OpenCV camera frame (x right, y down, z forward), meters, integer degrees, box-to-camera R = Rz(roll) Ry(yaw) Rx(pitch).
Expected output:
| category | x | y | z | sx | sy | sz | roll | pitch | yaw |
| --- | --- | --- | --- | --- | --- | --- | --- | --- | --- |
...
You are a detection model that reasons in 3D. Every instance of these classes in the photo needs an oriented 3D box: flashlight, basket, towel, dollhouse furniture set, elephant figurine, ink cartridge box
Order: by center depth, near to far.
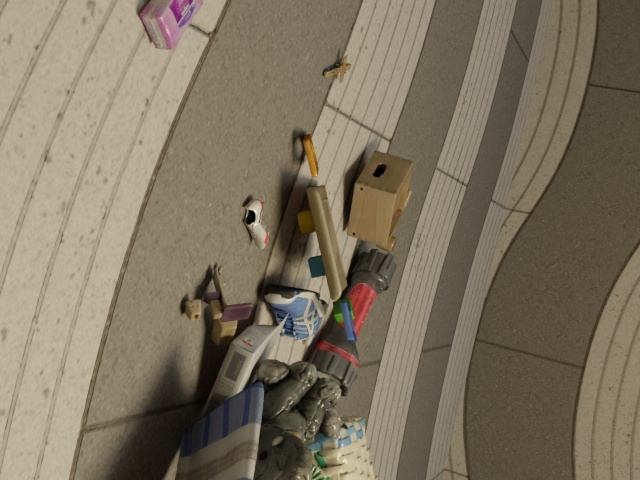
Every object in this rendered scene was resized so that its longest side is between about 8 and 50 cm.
| category | x | y | z | sx | sy | sz | roll | pitch | yaw |
| --- | --- | --- | --- | --- | --- | --- | --- | --- | --- |
| towel | -0.148 | 0.342 | 1.135 | 0.209 | 0.034 | 0.285 | -39 | -145 | 46 |
| elephant figurine | -0.070 | 0.293 | 1.245 | 0.239 | 0.169 | 0.186 | -65 | 161 | -51 |
| dollhouse furniture set | -0.159 | 0.094 | 1.251 | 0.114 | 0.090 | 0.081 | 112 | -35 | -51 |
| ink cartridge box | -0.114 | 0.189 | 1.342 | 0.179 | 0.045 | 0.146 | -52 | 166 | -70 |
| basket | -0.022 | 0.447 | 1.489 | 0.201 | 0.254 | 0.289 | -15 | 98 | -68 |
| flashlight | 0.068 | 0.153 | 1.728 | 0.103 | 0.103 | 0.304 | 80 | 32 | -55 |

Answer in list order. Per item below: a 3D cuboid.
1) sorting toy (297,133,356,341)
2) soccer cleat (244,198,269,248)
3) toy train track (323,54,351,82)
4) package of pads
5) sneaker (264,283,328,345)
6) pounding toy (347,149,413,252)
| category | x | y | z | sx | sy | sz | roll | pitch | yaw |
| --- | --- | --- | --- | --- | --- | --- | --- | --- | --- |
| sorting toy | 0.000 | 0.000 | 1.445 | 0.196 | 0.047 | 0.348 | -41 | 119 | -84 |
| soccer cleat | -0.098 | -0.022 | 1.311 | 0.035 | 0.029 | 0.083 | -37 | 133 | -46 |
| toy train track | 0.026 | -0.288 | 1.481 | 0.083 | 0.014 | 0.048 | -33 | 140 | -53 |
| package of pads | -0.167 | -0.260 | 0.987 | 0.050 | 0.031 | 0.083 | 75 | 35 | -53 |
| sneaker | -0.039 | 0.124 | 1.471 | 0.211 | 0.080 | 0.081 | 40 | 62 | -65 |
| pounding toy | 0.116 | -0.068 | 1.742 | 0.181 | 0.094 | 0.206 | -59 | 162 | -49 |
